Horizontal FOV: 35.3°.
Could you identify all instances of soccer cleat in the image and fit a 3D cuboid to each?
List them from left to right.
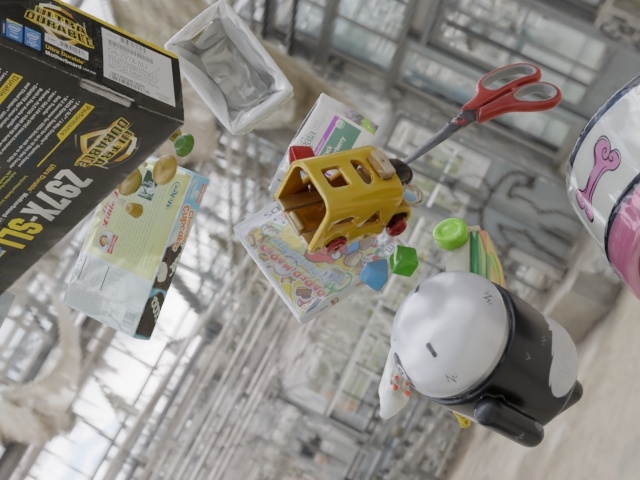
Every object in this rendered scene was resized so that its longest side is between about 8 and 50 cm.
[{"bbox_3d":[0.145,0.258,1.910,0.076,0.068,0.196,-57,4,32],"label":"soccer cleat"}]

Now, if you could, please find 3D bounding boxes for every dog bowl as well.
[{"bbox_3d":[0.504,-0.056,1.165,0.408,0.408,0.150,111,160,-49],"label":"dog bowl"}]

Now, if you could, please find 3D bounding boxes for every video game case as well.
[{"bbox_3d":[0.000,0.000,1.592,0.206,0.227,0.026,-32,-37,-8],"label":"video game case"}]

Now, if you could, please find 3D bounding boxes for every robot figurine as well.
[{"bbox_3d":[0.215,0.151,1.298,0.209,0.278,0.173,14,76,54],"label":"robot figurine"}]

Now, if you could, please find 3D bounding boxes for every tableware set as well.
[{"bbox_3d":[-0.251,-0.106,1.511,0.024,0.104,0.154,26,-82,-53],"label":"tableware set"}]

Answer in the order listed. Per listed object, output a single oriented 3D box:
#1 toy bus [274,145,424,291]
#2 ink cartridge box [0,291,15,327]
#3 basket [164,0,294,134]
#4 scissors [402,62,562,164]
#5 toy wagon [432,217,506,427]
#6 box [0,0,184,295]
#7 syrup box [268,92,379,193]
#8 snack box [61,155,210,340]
[{"bbox_3d":[0.050,-0.061,1.212,0.104,0.191,0.202,121,169,-45],"label":"toy bus"},{"bbox_3d":[-0.780,0.101,1.969,0.130,0.309,0.271,6,70,55],"label":"ink cartridge box"},{"bbox_3d":[-0.126,-0.244,1.458,0.113,0.167,0.103,-38,-4,4],"label":"basket"},{"bbox_3d":[0.190,-0.166,1.332,0.297,0.109,0.021,-25,-43,-20],"label":"scissors"},{"bbox_3d":[0.250,0.140,1.603,0.344,0.068,0.267,-82,-29,-44],"label":"toy wagon"},{"bbox_3d":[-0.304,-0.072,0.780,0.322,0.257,0.079,-37,51,33],"label":"box"},{"bbox_3d":[0.000,-0.115,1.436,0.093,0.096,0.237,-61,4,-15],"label":"syrup box"},{"bbox_3d":[-0.346,0.002,1.874,0.060,0.187,0.321,18,-87,-62],"label":"snack box"}]
